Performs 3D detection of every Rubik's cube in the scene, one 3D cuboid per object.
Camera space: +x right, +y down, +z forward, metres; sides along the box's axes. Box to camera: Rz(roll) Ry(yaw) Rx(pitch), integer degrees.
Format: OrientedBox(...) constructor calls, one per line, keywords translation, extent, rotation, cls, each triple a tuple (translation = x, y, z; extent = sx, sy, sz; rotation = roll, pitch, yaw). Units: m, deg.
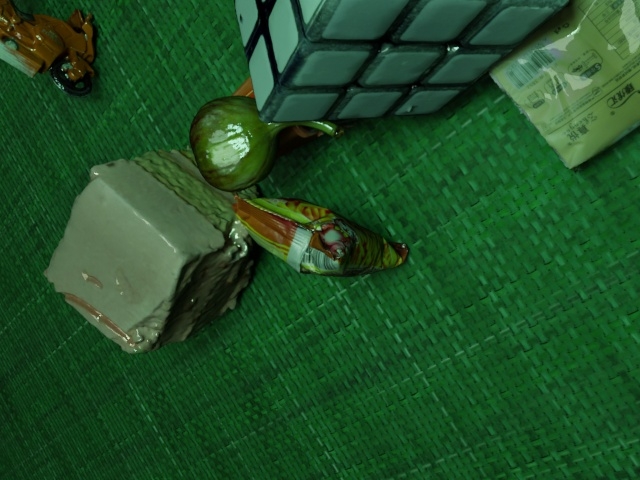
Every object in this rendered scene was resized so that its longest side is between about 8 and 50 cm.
OrientedBox(translation=(0.070, -0.348, 0.770), extent=(0.303, 0.305, 0.301), rotation=(141, 118, -64), cls="Rubik's cube")

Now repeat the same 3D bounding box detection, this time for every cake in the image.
OrientedBox(translation=(-0.289, 0.009, 1.158), extent=(0.293, 0.306, 0.314), rotation=(39, 119, 16), cls="cake")

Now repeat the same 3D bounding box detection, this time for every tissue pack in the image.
OrientedBox(translation=(0.375, -0.249, 0.798), extent=(0.215, 0.123, 0.256), rotation=(48, 123, -3), cls="tissue pack")

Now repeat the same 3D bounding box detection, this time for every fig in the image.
OrientedBox(translation=(-0.083, -0.157, 0.901), extent=(0.245, 0.149, 0.149), rotation=(-10, 97, 31), cls="fig")

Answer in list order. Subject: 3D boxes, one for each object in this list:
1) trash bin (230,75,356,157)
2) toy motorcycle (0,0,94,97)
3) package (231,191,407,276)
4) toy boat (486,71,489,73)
OrientedBox(translation=(-0.060, -0.227, 1.057), extent=(0.238, 0.184, 0.161), rotation=(-25, 88, 44), cls="trash bin")
OrientedBox(translation=(-0.613, -0.451, 1.276), extent=(0.325, 0.221, 0.147), rotation=(33, 133, -32), cls="toy motorcycle")
OrientedBox(translation=(-0.005, -0.003, 0.996), extent=(0.223, 0.288, 0.109), rotation=(26, 95, 27), cls="package")
OrientedBox(translation=(0.249, -0.314, 0.928), extent=(0.063, 0.016, 0.115), rotation=(-10, 96, 33), cls="toy boat")
